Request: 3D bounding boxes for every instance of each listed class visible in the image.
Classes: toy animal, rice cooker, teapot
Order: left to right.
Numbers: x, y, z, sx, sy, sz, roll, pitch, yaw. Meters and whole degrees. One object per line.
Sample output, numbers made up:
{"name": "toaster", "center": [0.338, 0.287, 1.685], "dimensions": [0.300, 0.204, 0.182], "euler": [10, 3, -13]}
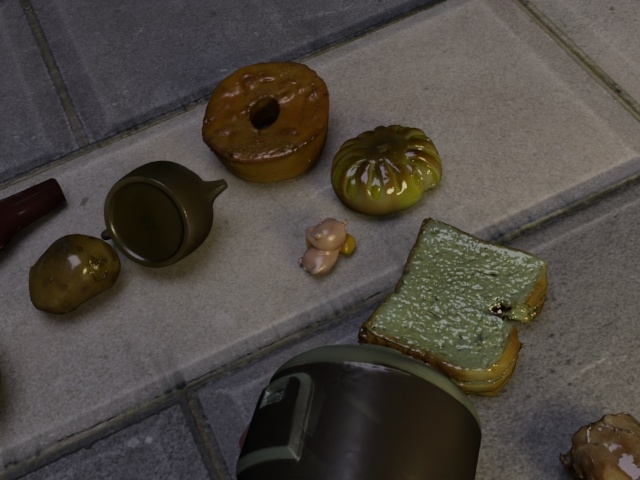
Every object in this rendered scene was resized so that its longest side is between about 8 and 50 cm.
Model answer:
{"name": "teapot", "center": [-0.293, -0.056, 1.753], "dimensions": [0.268, 0.185, 0.175], "euler": [-18, 11, 28]}
{"name": "toy animal", "center": [0.000, 0.000, 1.693], "dimensions": [0.114, 0.082, 0.091], "euler": [-42, 54, -20]}
{"name": "rice cooker", "center": [0.039, 0.340, 1.264], "dimensions": [0.335, 0.335, 0.325], "euler": [6, 54, 16]}

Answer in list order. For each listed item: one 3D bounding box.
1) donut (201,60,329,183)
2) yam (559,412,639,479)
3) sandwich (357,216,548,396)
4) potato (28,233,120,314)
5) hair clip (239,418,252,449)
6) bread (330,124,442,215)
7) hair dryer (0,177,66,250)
{"name": "donut", "center": [-0.104, -0.229, 1.881], "dimensions": [0.278, 0.108, 0.277], "euler": [-6, 52, 7]}
{"name": "yam", "center": [0.449, 0.348, 1.298], "dimensions": [0.128, 0.129, 0.238], "euler": [-51, 50, 16]}
{"name": "sandwich", "center": [0.228, 0.115, 1.548], "dimensions": [0.249, 0.095, 0.273], "euler": [20, 57, 21]}
{"name": "potato", "center": [-0.454, 0.059, 1.712], "dimensions": [0.176, 0.137, 0.137], "euler": [-35, 53, -13]}
{"name": "hair clip", "center": [-0.076, 0.289, 1.515], "dimensions": [0.054, 0.022, 0.137], "euler": [25, 60, 31]}
{"name": "bread", "center": [0.120, -0.143, 1.773], "dimensions": [0.214, 0.104, 0.213], "euler": [-8, 49, 9]}
{"name": "hair dryer", "center": [-0.724, -0.063, 1.901], "dimensions": [0.341, 0.123, 0.313], "euler": [24, 48, 40]}
